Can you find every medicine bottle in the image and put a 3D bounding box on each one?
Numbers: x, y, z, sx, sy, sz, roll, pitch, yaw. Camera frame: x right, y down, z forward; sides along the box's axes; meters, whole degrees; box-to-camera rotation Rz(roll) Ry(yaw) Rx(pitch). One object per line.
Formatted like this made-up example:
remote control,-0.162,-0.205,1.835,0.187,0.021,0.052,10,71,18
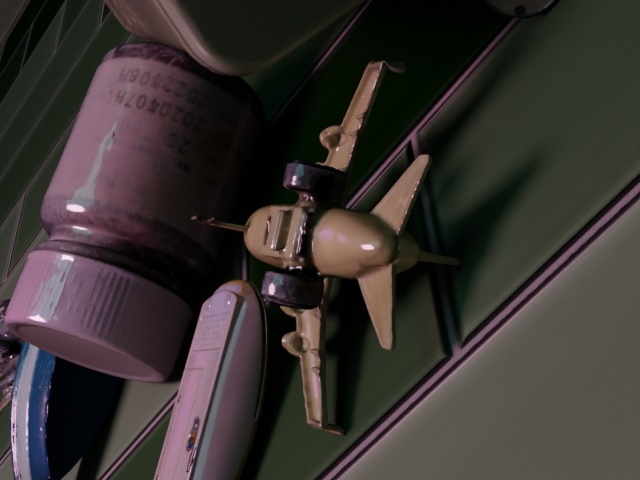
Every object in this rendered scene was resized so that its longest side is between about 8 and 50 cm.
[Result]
medicine bottle,-0.162,-0.024,1.051,0.165,0.165,0.273,-16,54,59

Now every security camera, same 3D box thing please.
security camera,0.130,-0.186,0.783,0.058,0.058,0.092,-50,15,27

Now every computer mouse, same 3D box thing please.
computer mouse,-0.078,0.127,0.871,0.102,0.045,0.199,-16,57,62

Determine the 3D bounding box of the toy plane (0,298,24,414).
toy plane,-0.319,0.090,1.339,0.262,0.088,0.192,-47,27,31

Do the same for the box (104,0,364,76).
box,-0.015,-0.290,0.878,0.352,0.177,0.344,-37,20,-8

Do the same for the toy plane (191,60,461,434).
toy plane,0.000,0.000,0.794,0.256,0.104,0.241,8,88,58

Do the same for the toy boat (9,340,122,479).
toy boat,-0.237,0.115,1.149,0.062,0.096,0.299,-17,52,47
